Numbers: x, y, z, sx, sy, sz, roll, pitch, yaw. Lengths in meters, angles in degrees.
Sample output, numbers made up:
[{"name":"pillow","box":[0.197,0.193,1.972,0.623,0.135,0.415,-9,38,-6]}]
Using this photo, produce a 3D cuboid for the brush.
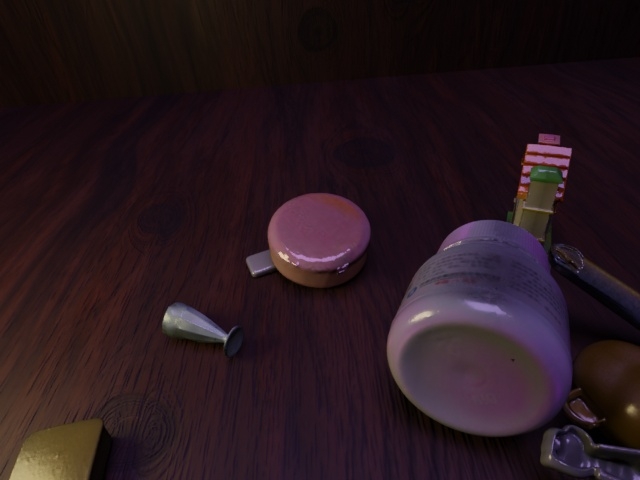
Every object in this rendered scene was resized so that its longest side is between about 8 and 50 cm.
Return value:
[{"name":"brush","box":[-0.389,0.370,0.627,0.123,0.059,0.197,-12,37,-5]}]

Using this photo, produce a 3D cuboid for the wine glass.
[{"name":"wine glass","box":[-0.235,0.181,0.853,0.155,0.073,0.073,17,42,21]}]

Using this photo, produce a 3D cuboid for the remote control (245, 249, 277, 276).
[{"name":"remote control","box":[-0.054,0.029,1.066,0.261,0.029,0.067,-19,47,-15]}]

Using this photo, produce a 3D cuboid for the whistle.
[{"name":"whistle","box":[0.550,0.114,0.755,0.326,0.057,0.068,36,26,6]}]

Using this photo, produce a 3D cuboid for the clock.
[{"name":"clock","box":[0.501,-0.095,0.978,0.106,0.255,0.220,12,41,20]}]

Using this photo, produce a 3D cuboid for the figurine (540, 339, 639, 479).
[{"name":"figurine","box":[0.479,0.264,0.587,0.343,0.167,0.285,-2,41,-31]}]

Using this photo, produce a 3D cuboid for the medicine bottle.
[{"name":"medicine bottle","box":[0.270,0.122,0.719,0.256,0.256,0.325,12,33,20]}]

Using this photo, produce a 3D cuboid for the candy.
[{"name":"candy","box":[0.000,0.000,1.006,0.255,0.094,0.255,0,51,-1]}]
